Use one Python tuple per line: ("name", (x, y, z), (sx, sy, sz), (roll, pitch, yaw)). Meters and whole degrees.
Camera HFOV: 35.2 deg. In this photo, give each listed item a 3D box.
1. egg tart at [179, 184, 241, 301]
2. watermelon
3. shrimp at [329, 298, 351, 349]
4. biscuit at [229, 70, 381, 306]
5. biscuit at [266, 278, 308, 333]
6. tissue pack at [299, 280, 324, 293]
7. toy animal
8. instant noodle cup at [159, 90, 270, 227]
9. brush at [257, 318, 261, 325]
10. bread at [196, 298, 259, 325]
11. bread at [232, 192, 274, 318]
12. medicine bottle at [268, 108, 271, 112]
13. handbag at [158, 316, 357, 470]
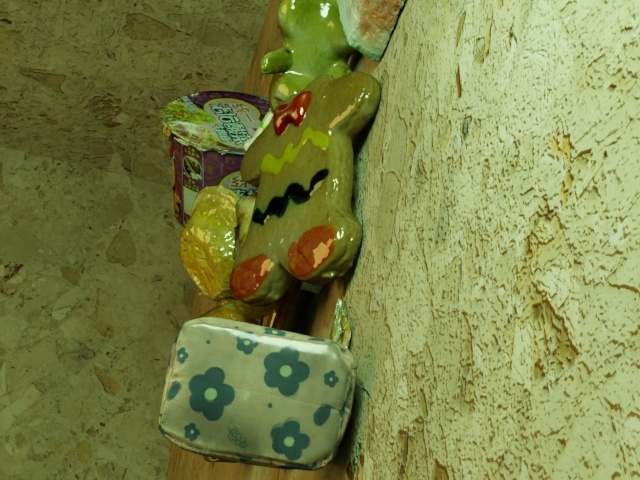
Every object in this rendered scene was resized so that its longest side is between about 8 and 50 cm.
("egg tart", (-0.218, 0.030, 2.216), (0.319, 0.128, 0.319), (32, 134, 39))
("watermelon", (0.102, -0.418, 1.650), (0.241, 0.094, 0.154), (123, 150, -54))
("shrimp", (0.033, 0.134, 1.488), (0.059, 0.023, 0.108), (143, 140, -59))
("biscuit", (-0.049, -0.091, 1.706), (0.368, 0.076, 0.394), (-22, 52, 50))
("biscuit", (-0.066, 0.149, 1.807), (0.144, 0.033, 0.224), (-27, -48, -69))
("tissue pack", (0.000, 0.000, 1.730), (0.156, 0.051, 0.112), (-91, 21, -53))
("toy animal", (-0.024, -0.298, 1.890), (0.180, 0.181, 0.363), (-87, 13, -77))
("instant noodle cup", (-0.225, -0.173, 2.408), (0.340, 0.340, 0.266), (-95, 13, -58))
("brush", (-0.148, 0.247, 2.290), (0.205, 0.011, 0.083), (-91, 19, -48))
("bread", (-0.196, 0.205, 2.121), (0.139, 0.143, 0.229), (62, 169, -16))
("bread", (-0.100, 0.028, 1.933), (0.244, 0.134, 0.244), (-178, 90, -87))
("medicine bottle", (-0.049, -0.241, 2.070), (0.055, 0.118, 0.074), (171, 111, -79))
("handbag", (-0.080, 0.220, 1.389), (0.193, 0.251, 0.190), (75, -155, -77))
